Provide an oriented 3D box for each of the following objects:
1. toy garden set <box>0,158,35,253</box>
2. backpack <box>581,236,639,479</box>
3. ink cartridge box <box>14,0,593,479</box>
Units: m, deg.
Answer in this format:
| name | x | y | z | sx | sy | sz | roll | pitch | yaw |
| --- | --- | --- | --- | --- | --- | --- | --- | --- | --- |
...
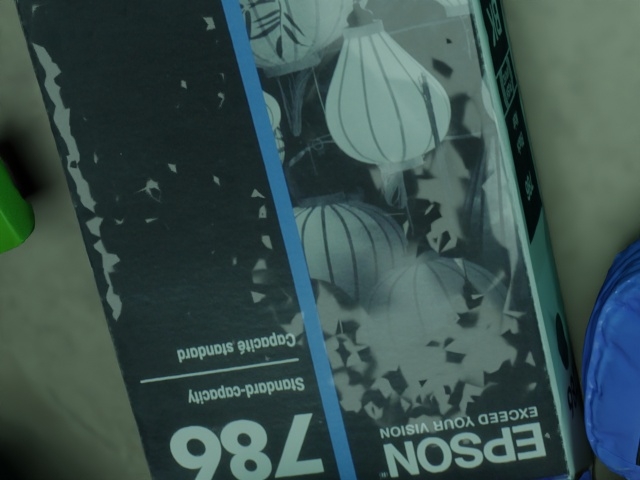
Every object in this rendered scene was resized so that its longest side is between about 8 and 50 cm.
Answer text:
| name | x | y | z | sx | sy | sz | roll | pitch | yaw |
| --- | --- | --- | --- | --- | --- | --- | --- | --- | --- |
| toy garden set | -0.251 | -0.076 | 0.687 | 0.203 | 0.049 | 0.244 | -22 | 109 | 23 |
| backpack | 0.152 | 0.046 | 0.618 | 0.120 | 0.101 | 0.098 | 13 | 106 | 11 |
| ink cartridge box | 0.000 | 0.000 | 0.654 | 0.165 | 0.065 | 0.333 | -10 | 109 | 15 |
